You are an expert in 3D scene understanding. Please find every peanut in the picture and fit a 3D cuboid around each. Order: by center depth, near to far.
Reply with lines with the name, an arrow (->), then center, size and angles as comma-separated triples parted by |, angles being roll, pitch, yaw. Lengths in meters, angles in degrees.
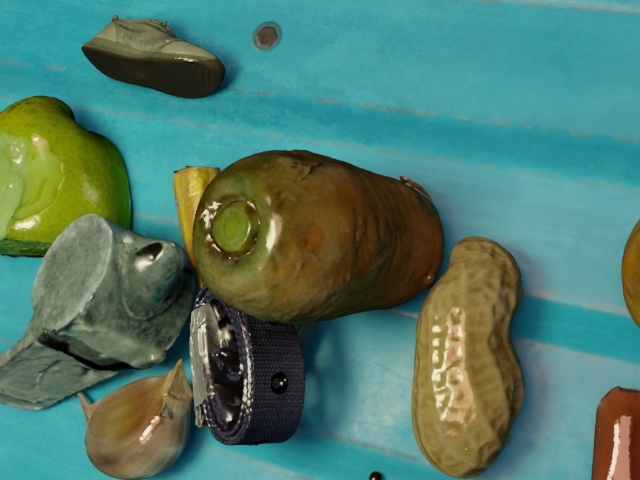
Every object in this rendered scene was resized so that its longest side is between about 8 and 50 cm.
peanut -> 0.199, 0.149, 1.169 | 0.153, 0.140, 0.325 | 11, 76, 6

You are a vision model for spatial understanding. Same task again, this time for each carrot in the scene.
carrot -> 0.000, 0.000, 1.159 | 0.224, 0.340, 0.224 | -6, 80, 37

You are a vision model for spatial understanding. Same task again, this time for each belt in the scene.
belt -> -0.095, 0.164, 1.210 | 0.139, 0.126, 0.231 | -28, 65, 41

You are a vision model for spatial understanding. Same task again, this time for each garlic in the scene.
garlic -> -0.302, 0.292, 1.341 | 0.266, 0.128, 0.148 | -12, 38, 28

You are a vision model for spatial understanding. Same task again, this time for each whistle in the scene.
whistle -> -0.354, 0.134, 1.333 | 0.405, 0.168, 0.188 | -53, 41, 8

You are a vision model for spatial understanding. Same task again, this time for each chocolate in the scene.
chocolate -> -0.180, -0.007, 1.383 | 0.085, 0.085, 0.219 | -15, 73, 16

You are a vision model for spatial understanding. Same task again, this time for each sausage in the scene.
sausage -> 0.379, 0.281, 1.102 | 0.077, 0.077, 0.194 | 5, 80, 21

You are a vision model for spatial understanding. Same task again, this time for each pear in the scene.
pear -> -0.461, -0.109, 1.464 | 0.286, 0.176, 0.282 | 3, 75, 20

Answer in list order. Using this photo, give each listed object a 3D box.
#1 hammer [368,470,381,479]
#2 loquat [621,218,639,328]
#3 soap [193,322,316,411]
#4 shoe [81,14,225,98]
hammer -> 0.144, 0.365, 1.198 | 0.178, 0.021, 0.065 | 9, 80, 20
loquat -> 0.483, 0.038, 1.063 | 0.238, 0.193, 0.238 | 1, 72, -3
soap -> -0.095, 0.181, 1.306 | 0.122, 0.065, 0.203 | 19, 84, 23
shoe -> -0.274, -0.318, 1.488 | 0.274, 0.103, 0.098 | 18, 69, 21
